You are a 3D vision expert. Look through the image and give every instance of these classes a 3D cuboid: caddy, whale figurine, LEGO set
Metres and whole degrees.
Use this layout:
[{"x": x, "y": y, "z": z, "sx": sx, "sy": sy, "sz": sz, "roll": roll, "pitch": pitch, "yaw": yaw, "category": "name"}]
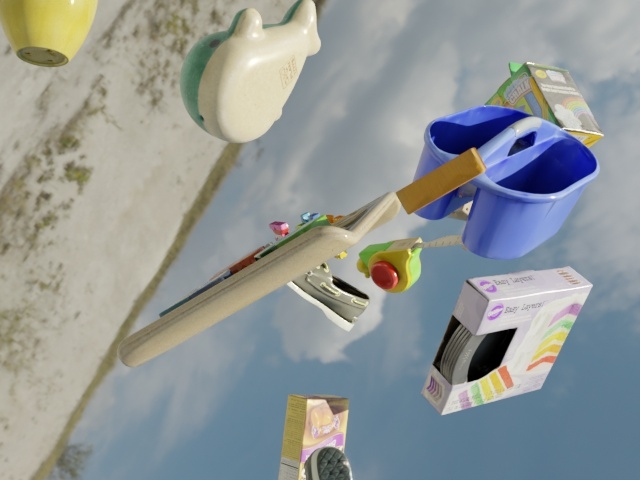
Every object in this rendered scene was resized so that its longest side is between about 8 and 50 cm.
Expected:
[{"x": 0.302, "y": -0.119, "z": 1.169, "sx": 0.341, "sy": 0.241, "sz": 0.179, "roll": -25, "pitch": 141, "yaw": -44, "category": "caddy"}, {"x": -0.112, "y": -0.282, "z": 1.144, "sx": 0.141, "sy": 0.216, "sz": 0.272, "roll": 27, "pitch": -117, "yaw": 27, "category": "whale figurine"}, {"x": 0.000, "y": 0.000, "z": 1.494, "sx": 0.087, "sy": 0.093, "sz": 0.227, "roll": -27, "pitch": -160, "yaw": -31, "category": "LEGO set"}]

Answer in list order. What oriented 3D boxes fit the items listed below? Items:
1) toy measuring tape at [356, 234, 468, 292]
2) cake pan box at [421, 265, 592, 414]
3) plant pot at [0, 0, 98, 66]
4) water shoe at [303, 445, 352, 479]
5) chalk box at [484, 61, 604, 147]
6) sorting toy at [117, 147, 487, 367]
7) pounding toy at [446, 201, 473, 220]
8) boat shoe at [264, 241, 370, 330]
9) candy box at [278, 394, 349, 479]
[{"x": 0.214, "y": 0.056, "z": 1.594, "sx": 0.330, "sy": 0.121, "sz": 0.121, "roll": -8, "pitch": -133, "yaw": 43, "category": "toy measuring tape"}, {"x": 0.314, "y": 0.168, "z": 1.230, "sx": 0.070, "sy": 0.267, "sz": 0.245, "roll": 45, "pitch": -51, "yaw": 46, "category": "cake pan box"}, {"x": -0.370, "y": -0.291, "z": 0.964, "sx": 0.134, "sy": 0.134, "sz": 0.095, "roll": -15, "pitch": -107, "yaw": 54, "category": "plant pot"}, {"x": 0.016, "y": 0.394, "z": 1.004, "sx": 0.080, "sy": 0.073, "sz": 0.203, "roll": 130, "pitch": -38, "yaw": -58, "category": "water shoe"}, {"x": 0.422, "y": -0.255, "z": 1.404, "sx": 0.132, "sy": 0.132, "sz": 0.213, "roll": -48, "pitch": -129, "yaw": 46, "category": "chalk box"}, {"x": -0.004, "y": -0.002, "z": 0.602, "sx": 0.307, "sy": 0.041, "sz": 0.229, "roll": -30, "pitch": 180, "yaw": 19, "category": "sorting toy"}, {"x": 0.277, "y": -0.115, "z": 1.396, "sx": 0.141, "sy": 0.100, "sz": 0.130, "roll": 15, "pitch": -100, "yaw": 47, "category": "pounding toy"}, {"x": -0.011, "y": 0.084, "z": 1.537, "sx": 0.091, "sy": 0.305, "sz": 0.109, "roll": -48, "pitch": -146, "yaw": 4, "category": "boat shoe"}, {"x": -0.012, "y": 0.360, "z": 1.223, "sx": 0.053, "sy": 0.109, "sz": 0.186, "roll": 2, "pitch": -97, "yaw": 44, "category": "candy box"}]
